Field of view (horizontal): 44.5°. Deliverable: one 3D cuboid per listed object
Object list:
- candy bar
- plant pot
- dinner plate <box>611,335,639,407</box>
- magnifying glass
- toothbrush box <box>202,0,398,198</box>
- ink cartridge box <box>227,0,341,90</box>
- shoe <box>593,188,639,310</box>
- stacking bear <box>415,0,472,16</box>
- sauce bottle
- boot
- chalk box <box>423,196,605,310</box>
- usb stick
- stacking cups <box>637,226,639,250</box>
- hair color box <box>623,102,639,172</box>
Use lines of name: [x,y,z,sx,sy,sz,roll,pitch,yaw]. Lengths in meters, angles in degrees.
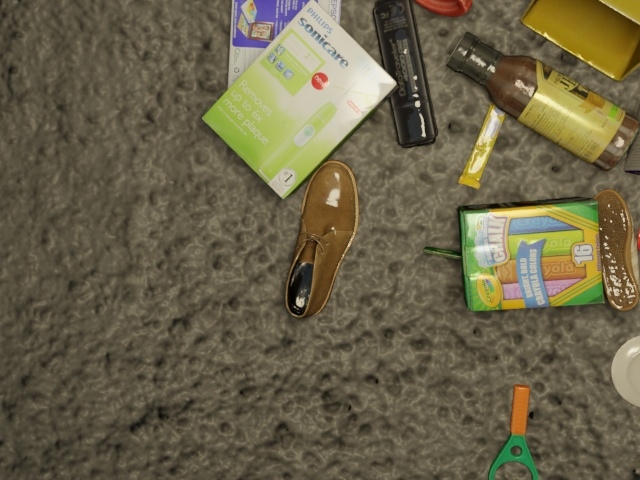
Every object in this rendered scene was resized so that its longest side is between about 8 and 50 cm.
candy bar: [0.302,-0.175,1.442,0.040,0.018,0.161,21,97,2]
plant pot: [0.495,-0.425,1.310,0.212,0.212,0.187,33,85,4]
dinner plate: [0.609,0.242,1.437,0.141,0.017,0.141,0,93,8]
magnifying glass: [0.371,0.387,1.481,0.092,0.026,0.230,5,97,8]
toothbrush box: [-0.033,-0.246,1.391,0.283,0.122,0.206,-44,91,10]
ink cartridge box: [-0.066,-0.354,1.464,0.208,0.045,0.206,5,97,8]
shoe: [0.531,0.016,1.413,0.077,0.058,0.218,-8,90,29]
stacking bear: [0.261,-0.548,1.348,0.175,0.164,0.289,40,88,-11]
sauce bottle: [0.385,-0.251,1.377,0.344,0.111,0.111,31,98,3]
boot: [0.000,0.000,1.453,0.112,0.115,0.305,14,95,10]
chalk box: [0.329,0.024,1.376,0.289,0.180,0.179,-5,94,10]
usb stick: [0.156,-0.308,1.439,0.077,0.045,0.277,-11,94,16]
stacking cups: [0.725,0.015,1.363,0.316,0.096,0.096,3,95,9]
hair color box: [0.617,-0.270,1.306,0.110,0.185,0.338,11,97,7]
